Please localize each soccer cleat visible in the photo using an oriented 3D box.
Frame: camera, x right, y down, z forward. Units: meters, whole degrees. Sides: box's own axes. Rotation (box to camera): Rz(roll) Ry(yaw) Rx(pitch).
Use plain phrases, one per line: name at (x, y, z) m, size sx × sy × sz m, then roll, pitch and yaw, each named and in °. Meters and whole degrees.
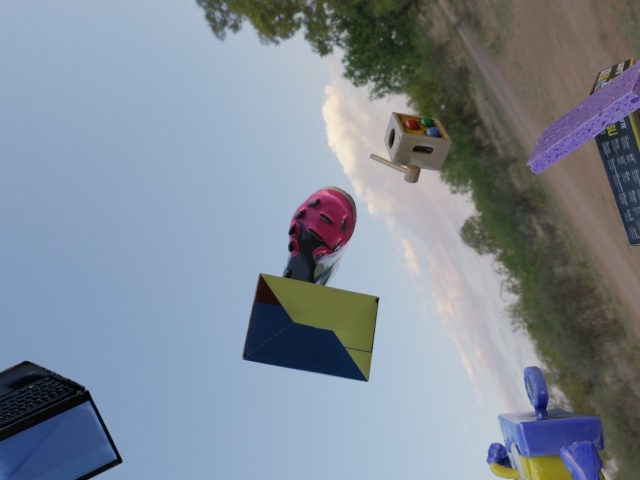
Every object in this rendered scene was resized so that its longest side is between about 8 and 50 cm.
soccer cleat at (0.000, 0.000, 0.883) m, size 0.116 × 0.331 × 0.143 m, roll 33°, pitch -134°, yaw 9°

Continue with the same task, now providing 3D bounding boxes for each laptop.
laptop at (-0.519, 0.347, 0.743) m, size 0.264 × 0.234 × 0.137 m, roll 79°, pitch 164°, yaw -57°

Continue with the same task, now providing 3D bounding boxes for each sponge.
sponge at (0.453, -0.207, 0.749) m, size 0.031 × 0.210 × 0.117 m, roll 39°, pitch -120°, yaw -2°

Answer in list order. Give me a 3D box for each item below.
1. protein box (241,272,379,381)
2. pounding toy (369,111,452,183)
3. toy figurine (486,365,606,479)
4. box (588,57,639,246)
protein box at (-0.027, 0.158, 0.768) m, size 0.201 × 0.199 × 0.136 m, roll 125°, pitch 157°, yaw -72°
pounding toy at (0.214, -0.228, 1.052) m, size 0.180 × 0.094 × 0.206 m, roll 6°, pitch -141°, yaw -10°
toy figurine at (0.248, 0.221, 0.405) m, size 0.362 × 0.191 × 0.217 m, roll 48°, pitch -155°, yaw -69°
box at (0.660, -0.191, 0.933) m, size 0.257 × 0.079 × 0.322 m, roll -45°, pitch -68°, yaw -44°
